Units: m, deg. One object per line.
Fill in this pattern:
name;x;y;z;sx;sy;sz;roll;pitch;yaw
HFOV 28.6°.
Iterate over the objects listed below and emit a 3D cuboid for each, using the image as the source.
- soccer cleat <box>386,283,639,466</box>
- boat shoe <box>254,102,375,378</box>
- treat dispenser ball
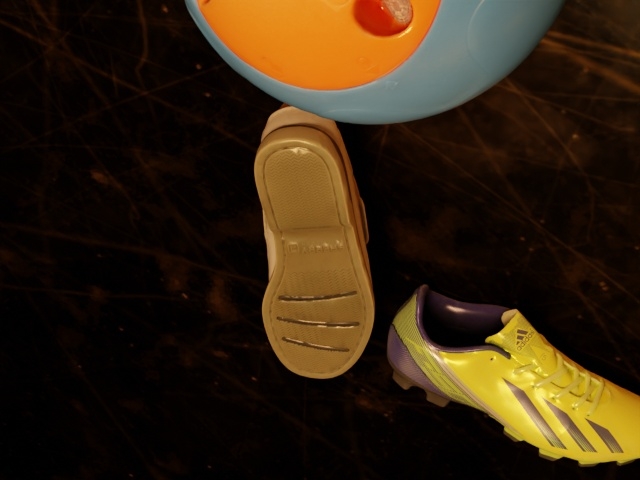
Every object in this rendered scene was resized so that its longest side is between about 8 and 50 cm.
soccer cleat;0.204;0.130;1.224;0.289;0.093;0.121;21;127;8
boat shoe;0.000;0.000;1.202;0.113;0.103;0.302;4;129;7
treat dispenser ball;0.037;-0.224;0.860;0.288;0.288;0.288;14;132;15
